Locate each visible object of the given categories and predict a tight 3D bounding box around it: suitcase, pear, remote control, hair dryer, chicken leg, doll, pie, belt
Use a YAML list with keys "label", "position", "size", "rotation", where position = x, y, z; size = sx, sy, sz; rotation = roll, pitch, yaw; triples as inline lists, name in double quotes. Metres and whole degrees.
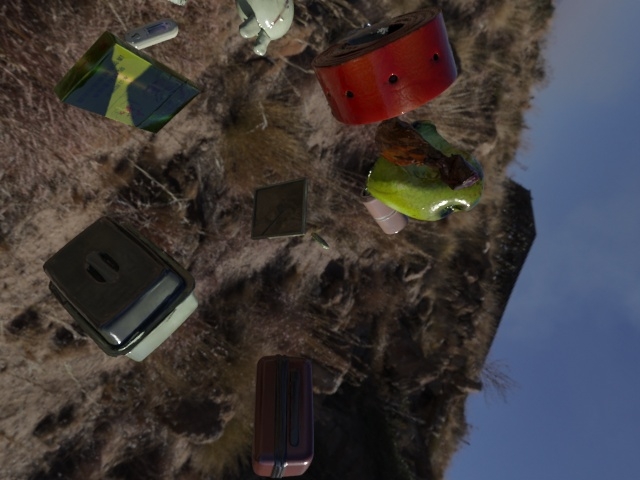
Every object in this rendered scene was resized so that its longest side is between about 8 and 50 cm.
- label: "suitcase"
  position: [-0.107, 0.488, 1.232]
  size: [0.236, 0.161, 0.297]
  rotation: [102, -11, -54]
- label: "pear"
  position: [0.281, -0.158, 1.146]
  size: [0.238, 0.255, 0.164]
  rotation: [-39, 159, -17]
- label: "remote control"
  position: [-0.678, -0.829, 1.764]
  size: [0.221, 0.078, 0.042]
  rotation: [-28, -179, -16]
- label: "hair dryer"
  position: [0.254, -0.205, 1.641]
  size: [0.107, 0.189, 0.344]
  rotation: [-18, -142, 35]
- label: "chicken leg"
  position: [0.220, -0.194, 0.970]
  size: [0.093, 0.304, 0.113]
  rotation: [-34, 134, -13]
- label: "doll"
  position: [-0.100, -0.478, 0.812]
  size: [0.155, 0.113, 0.275]
  rotation: [43, 39, -62]
- label: "pie"
  position: [0.001, 0.001, 1.548]
  size: [0.021, 0.084, 0.084]
  rotation: [-49, 173, 6]
- label: "belt"
  position: [0.107, -0.310, 0.780]
  size: [0.227, 0.115, 0.324]
  rotation: [-24, -153, 3]

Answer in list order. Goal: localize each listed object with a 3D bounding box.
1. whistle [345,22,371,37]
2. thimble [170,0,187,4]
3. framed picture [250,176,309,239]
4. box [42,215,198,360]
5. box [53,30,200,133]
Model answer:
- label: "whistle"
  position: [0.115, -0.609, 1.391]
  size: [0.158, 0.090, 0.090]
  rotation: [-61, 171, 27]
- label: "thimble"
  position: [-0.297, -0.538, 0.903]
  size: [0.084, 0.062, 0.110]
  rotation: [132, -26, -67]
- label: "framed picture"
  position: [-0.111, -0.081, 1.166]
  size: [0.015, 0.203, 0.150]
  rotation: [13, 76, -47]
- label: "box"
  position: [-0.419, 0.097, 0.933]
  size: [0.220, 0.291, 0.166]
  rotation: [-47, 152, -21]
- label: "box"
  position: [-0.426, -0.346, 1.017]
  size: [0.173, 0.043, 0.311]
  rotation: [-38, 171, 13]
